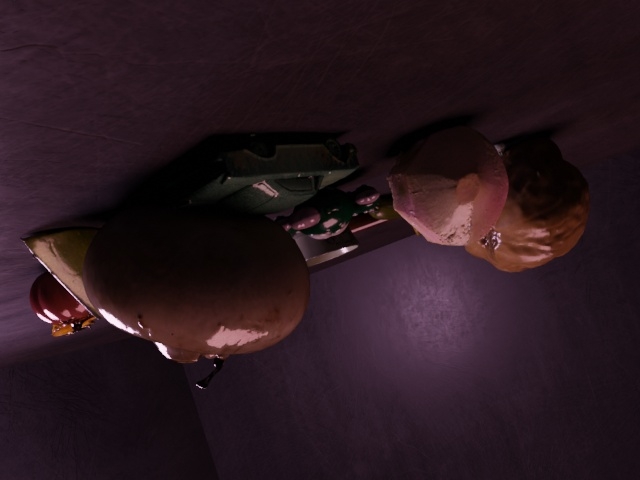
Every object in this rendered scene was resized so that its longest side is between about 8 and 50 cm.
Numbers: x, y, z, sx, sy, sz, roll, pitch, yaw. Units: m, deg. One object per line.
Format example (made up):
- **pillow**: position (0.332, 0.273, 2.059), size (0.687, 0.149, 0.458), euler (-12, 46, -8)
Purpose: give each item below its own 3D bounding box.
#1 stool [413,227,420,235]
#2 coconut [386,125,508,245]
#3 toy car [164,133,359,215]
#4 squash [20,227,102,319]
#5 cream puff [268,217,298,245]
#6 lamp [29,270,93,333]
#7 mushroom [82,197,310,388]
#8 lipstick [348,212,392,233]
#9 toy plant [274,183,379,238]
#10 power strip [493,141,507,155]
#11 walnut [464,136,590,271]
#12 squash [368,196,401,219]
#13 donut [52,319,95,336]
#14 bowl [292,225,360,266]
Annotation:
- **stool**: position (0.356, -0.086, 2.443), size (0.110, 0.134, 0.135), euler (-23, 128, 13)
- **coconut**: position (0.250, -0.106, 1.446), size (0.233, 0.233, 0.245), euler (-18, -179, -6)
- **toy car**: position (-0.077, -0.095, 1.124), size (0.141, 0.097, 0.321), euler (-23, 172, 39)
- **squash**: position (-0.426, 0.003, 1.290), size (0.093, 0.169, 0.252), euler (-22, 140, 2)
- **cream puff**: position (-0.147, 0.026, 1.476), size (0.240, 0.240, 0.164), euler (-10, 135, -55)
- **lamp**: position (-0.496, 0.113, 1.479), size (0.182, 0.140, 0.182), euler (-20, 178, -1)
- **mushroom**: position (-0.201, 0.085, 1.177), size (0.362, 0.294, 0.362), euler (10, -165, -3)
- **lipstick**: position (0.232, -0.095, 2.238), size (0.357, 0.057, 0.057), euler (-20, 174, 7)
- **toy plant**: position (0.006, -0.061, 1.600), size (0.232, 0.112, 0.243), euler (-21, -179, -34)
- **power strip**: position (0.454, -0.228, 1.855), size (0.055, 0.035, 0.083), euler (-20, 176, 4)
- **walnut**: position (0.537, -0.096, 1.963), size (0.384, 0.383, 0.383), euler (-19, 174, -2)
- **squash**: position (0.210, -0.097, 2.103), size (0.069, 0.069, 0.258), euler (-25, 172, 40)
- **donut**: position (-0.577, 0.164, 1.835), size (0.259, 0.101, 0.152), euler (-18, 173, -1)
- **bowl**: position (0.000, 0.000, 2.100), size (0.211, 0.112, 0.211), euler (-19, 175, -2)
